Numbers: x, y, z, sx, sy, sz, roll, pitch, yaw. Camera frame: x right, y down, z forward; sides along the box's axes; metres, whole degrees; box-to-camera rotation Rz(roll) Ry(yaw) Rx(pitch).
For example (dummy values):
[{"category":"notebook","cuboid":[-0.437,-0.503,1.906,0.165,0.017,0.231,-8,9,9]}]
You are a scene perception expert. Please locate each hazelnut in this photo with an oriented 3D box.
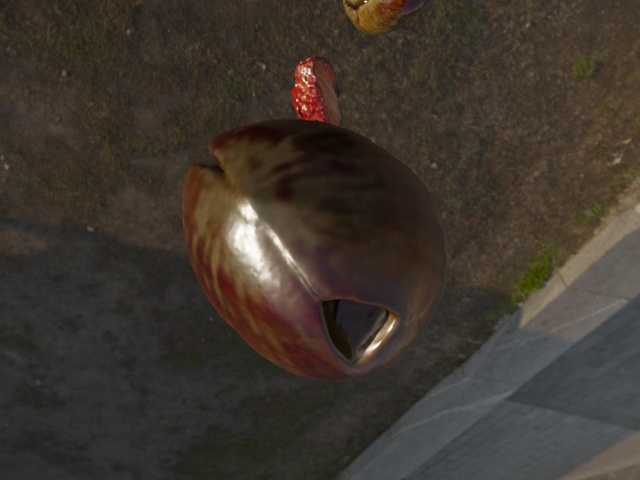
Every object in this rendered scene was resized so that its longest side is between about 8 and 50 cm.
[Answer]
[{"category":"hazelnut","cuboid":[0.000,0.000,0.843,0.402,0.429,0.402,-26,146,-19]}]

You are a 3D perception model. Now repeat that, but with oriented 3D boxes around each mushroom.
[{"category":"mushroom","cuboid":[0.120,-0.514,0.987,0.255,0.267,0.267,-21,143,-29]}]

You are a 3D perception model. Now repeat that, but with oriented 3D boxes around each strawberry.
[{"category":"strawberry","cuboid":[-0.026,-0.358,1.323,0.111,0.190,0.236,-5,168,16]}]
